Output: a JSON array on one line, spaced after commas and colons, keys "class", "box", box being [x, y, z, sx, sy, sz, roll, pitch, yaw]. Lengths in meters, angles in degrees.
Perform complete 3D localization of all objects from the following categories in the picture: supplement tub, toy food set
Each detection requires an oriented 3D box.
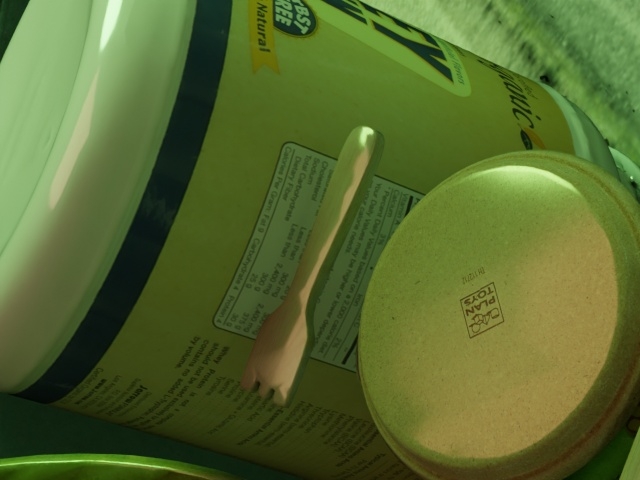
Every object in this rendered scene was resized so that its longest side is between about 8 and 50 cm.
[{"class": "supplement tub", "box": [0.000, 0.000, 0.655, 0.228, 0.316, 0.228, -45, 34, 42]}, {"class": "toy food set", "box": [0.065, 0.033, 0.470, 0.192, 0.038, 0.132, 22, 88, 45]}]

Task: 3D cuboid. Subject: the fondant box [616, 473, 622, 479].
[{"class": "fondant box", "box": [0.191, 0.003, 0.393, 0.238, 0.096, 0.330, 135, 157, -70]}]

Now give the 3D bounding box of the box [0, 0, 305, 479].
[{"class": "box", "box": [-0.246, 0.094, 1.092, 0.480, 0.297, 0.471, -43, 34, 42]}]

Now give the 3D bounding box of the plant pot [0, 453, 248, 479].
[{"class": "plant pot", "box": [-0.150, 0.339, 0.628, 0.366, 0.367, 0.352, -148, 51, -64]}]
